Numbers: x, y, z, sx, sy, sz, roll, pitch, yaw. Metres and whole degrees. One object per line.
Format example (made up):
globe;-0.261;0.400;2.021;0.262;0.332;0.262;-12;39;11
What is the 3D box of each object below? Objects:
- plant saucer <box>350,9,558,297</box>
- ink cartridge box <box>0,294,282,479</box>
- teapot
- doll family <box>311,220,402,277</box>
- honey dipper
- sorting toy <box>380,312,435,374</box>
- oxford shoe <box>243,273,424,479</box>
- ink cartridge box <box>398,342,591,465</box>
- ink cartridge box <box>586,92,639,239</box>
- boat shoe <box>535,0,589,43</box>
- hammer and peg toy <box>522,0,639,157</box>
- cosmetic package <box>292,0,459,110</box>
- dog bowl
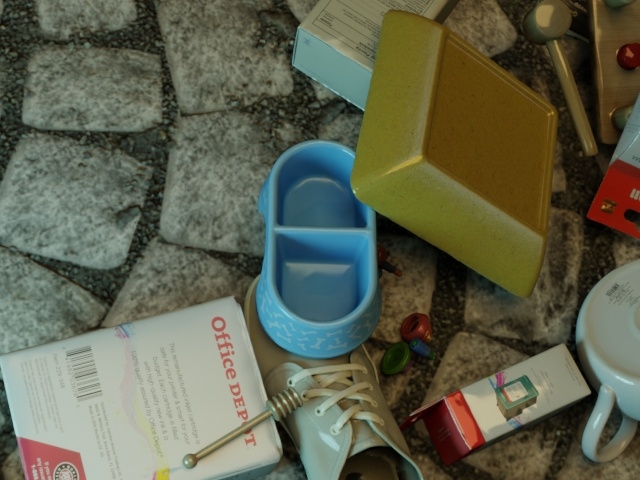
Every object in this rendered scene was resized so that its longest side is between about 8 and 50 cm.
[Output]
plant saucer;0.214;-0.135;1.515;0.332;0.081;0.333;29;54;-25
ink cartridge box;-0.227;0.224;1.388;0.306;0.131;0.226;-12;72;-14
teapot;0.471;0.160;1.487;0.255;0.187;0.253;-10;47;16
doll family;0.023;0.004;1.519;0.192;0.111;0.076;13;67;-3
honey dipper;-0.095;0.230;1.323;0.160;0.030;0.030;-31;76;-16
sorting toy;0.129;0.150;1.514;0.042;0.061;0.102;39;73;-29
oxford shoe;0.023;0.219;1.408;0.169;0.130;0.450;-11;62;-20
ink cartridge box;0.223;0.227;1.445;0.231;0.134;0.078;-22;73;-14
ink cartridge box;0.517;-0.106;1.577;0.189;0.066;0.232;20;93;-16
boat shoe;0.457;-0.349;1.739;0.227;0.069;0.081;21;67;1
hammer and peg toy;0.476;-0.268;1.646;0.361;0.127;0.266;-7;94;-10
cosmetic package;0.107;-0.362;1.675;0.160;0.113;0.309;34;69;7
dog bowl;0.000;0.000;1.422;0.165;0.074;0.297;2;65;-3
